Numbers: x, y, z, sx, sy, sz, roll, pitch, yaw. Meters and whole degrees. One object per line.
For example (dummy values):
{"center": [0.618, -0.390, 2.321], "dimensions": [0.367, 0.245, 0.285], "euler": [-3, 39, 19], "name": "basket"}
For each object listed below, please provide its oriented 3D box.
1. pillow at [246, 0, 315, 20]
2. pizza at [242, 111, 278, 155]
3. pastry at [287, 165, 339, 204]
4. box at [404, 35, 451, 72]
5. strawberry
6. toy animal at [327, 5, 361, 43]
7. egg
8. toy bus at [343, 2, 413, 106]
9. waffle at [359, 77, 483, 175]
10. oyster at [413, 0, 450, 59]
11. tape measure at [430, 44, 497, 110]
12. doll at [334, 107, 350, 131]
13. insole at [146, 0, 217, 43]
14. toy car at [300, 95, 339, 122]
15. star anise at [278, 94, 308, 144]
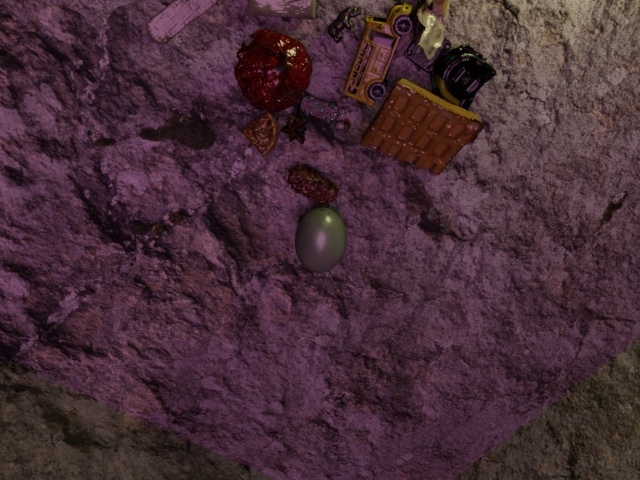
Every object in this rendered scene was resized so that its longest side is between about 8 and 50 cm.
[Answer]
{"center": [-0.124, -0.796, 1.715], "dimensions": [0.230, 0.050, 0.148], "euler": [4, 116, 1], "name": "pillow"}
{"center": [-0.223, -0.390, 1.957], "dimensions": [0.134, 0.046, 0.174], "euler": [1, 121, 0], "name": "pizza"}
{"center": [-0.031, -0.213, 2.030], "dimensions": [0.209, 0.097, 0.115], "euler": [27, 121, -17], "name": "pastry"}
{"center": [0.367, -0.649, 1.808], "dimensions": [0.125, 0.027, 0.126], "euler": [30, 117, -16], "name": "box"}
{"center": [-0.156, -0.556, 1.759], "dimensions": [0.274, 0.220, 0.274], "euler": [-1, 118, -3], "name": "strawberry"}
{"center": [0.082, -0.723, 1.756], "dimensions": [0.065, 0.047, 0.136], "euler": [43, 118, -13], "name": "toy animal"}
{"center": [0.000, 0.000, 2.095], "dimensions": [0.203, 0.203, 0.282], "euler": [4, 125, -2], "name": "egg"}
{"center": [0.191, -0.624, 1.757], "dimensions": [0.151, 0.145, 0.331], "euler": [21, 121, -1], "name": "toy bus"}
{"center": [0.351, -0.390, 1.880], "dimensions": [0.348, 0.077, 0.304], "euler": [22, 138, -13], "name": "waffle"}
{"center": [0.349, -0.739, 1.678], "dimensions": [0.101, 0.271, 0.275], "euler": [15, 158, 16], "name": "oyster"}
{"center": [0.474, -0.554, 1.807], "dimensions": [0.186, 0.112, 0.199], "euler": [26, 113, -24], "name": "tape measure"}
{"center": [0.086, -0.438, 1.932], "dimensions": [0.058, 0.040, 0.085], "euler": [16, 120, 3], "name": "doll"}
{"center": [-0.441, -0.778, 1.750], "dimensions": [0.348, 0.009, 0.119], "euler": [-34, 115, 19], "name": "insole"}
{"center": [0.000, -0.473, 1.900], "dimensions": [0.142, 0.055, 0.069], "euler": [21, 124, 12], "name": "toy car"}
{"center": [-0.084, -0.432, 1.913], "dimensions": [0.097, 0.070, 0.190], "euler": [33, 141, 13], "name": "star anise"}
